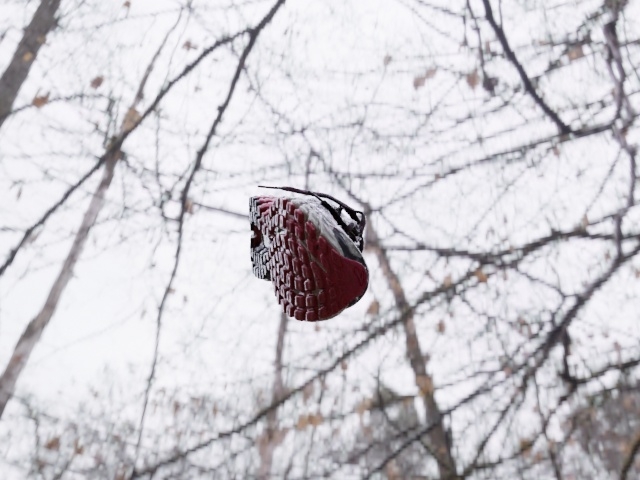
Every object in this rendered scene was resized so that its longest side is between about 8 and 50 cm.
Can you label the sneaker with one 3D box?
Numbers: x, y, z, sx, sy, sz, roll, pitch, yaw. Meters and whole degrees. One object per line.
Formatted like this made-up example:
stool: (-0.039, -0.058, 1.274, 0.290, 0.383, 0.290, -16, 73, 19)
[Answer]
sneaker: (0.000, 0.000, 1.187, 0.112, 0.299, 0.121, -4, -77, -12)
